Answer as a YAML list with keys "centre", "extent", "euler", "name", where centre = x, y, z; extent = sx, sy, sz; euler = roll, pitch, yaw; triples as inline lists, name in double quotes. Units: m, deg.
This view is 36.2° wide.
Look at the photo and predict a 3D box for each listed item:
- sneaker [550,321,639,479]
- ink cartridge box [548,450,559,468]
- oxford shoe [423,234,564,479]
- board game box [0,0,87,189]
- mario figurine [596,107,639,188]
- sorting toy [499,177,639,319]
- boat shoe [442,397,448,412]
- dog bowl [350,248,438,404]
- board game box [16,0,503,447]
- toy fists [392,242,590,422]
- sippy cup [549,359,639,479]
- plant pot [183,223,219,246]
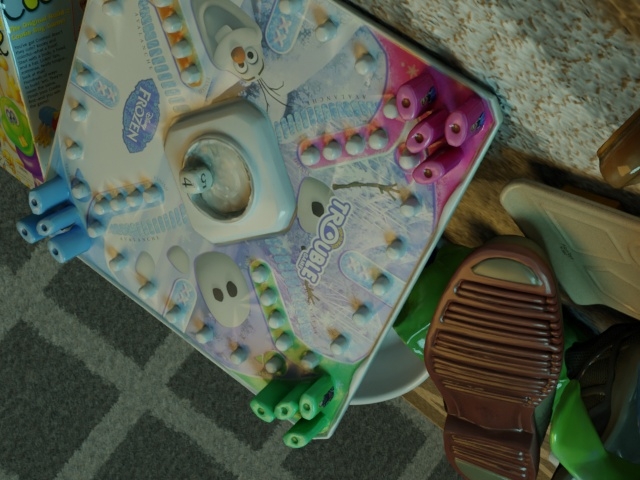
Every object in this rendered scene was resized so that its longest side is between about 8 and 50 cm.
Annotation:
- centre: [0.276, 0.180, 0.959]
  extent: [0.087, 0.227, 0.130]
  euler: [20, -171, -10]
  name: "sneaker"
- centre: [0.480, 0.355, 1.331]
  extent: [0.278, 0.117, 0.201]
  euler: [29, 167, 47]
  name: "ink cartridge box"
- centre: [0.176, 0.101, 0.943]
  extent: [0.123, 0.130, 0.348]
  euler: [15, 140, 17]
  name: "oxford shoe"
- centre: [-0.314, -0.209, 1.129]
  extent: [0.142, 0.144, 0.275]
  euler: [31, 138, 39]
  name: "board game box"
- centre: [0.263, 0.052, 0.451]
  extent: [0.320, 0.170, 0.198]
  euler: [44, -154, 7]
  name: "mario figurine"
- centre: [0.265, 0.024, 0.783]
  extent: [0.208, 0.038, 0.193]
  euler: [21, 162, 47]
  name: "sorting toy"
- centre: [0.286, 0.269, 1.767]
  extent: [0.098, 0.109, 0.302]
  euler: [-2, 169, -1]
  name: "boat shoe"
- centre: [0.031, 0.084, 1.261]
  extent: [0.265, 0.265, 0.104]
  euler: [41, -147, -21]
  name: "dog bowl"
- centre: [-0.090, -0.053, 0.866]
  extent: [0.390, 0.389, 0.050]
  euler: [35, -145, 16]
  name: "board game box"
- centre: [0.205, 0.107, 1.099]
  extent: [0.279, 0.142, 0.096]
  euler: [43, -161, -28]
  name: "toy fists"
- centre: [0.323, 0.155, 0.667]
  extent: [0.240, 0.306, 0.224]
  euler: [-97, -20, -51]
  name: "sippy cup"
- centre: [-0.043, -0.052, 1.046]
  extent: [0.291, 0.203, 0.291]
  euler: [36, 171, 6]
  name: "plant pot"
